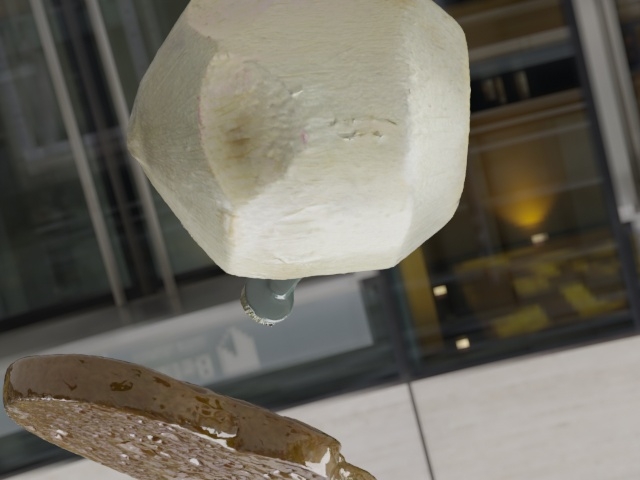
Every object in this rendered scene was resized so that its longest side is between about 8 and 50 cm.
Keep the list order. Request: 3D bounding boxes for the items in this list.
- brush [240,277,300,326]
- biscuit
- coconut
[{"bbox_3d":[0.000,0.000,1.721,0.266,0.062,0.027,-46,-171,-35],"label":"brush"},{"bbox_3d":[-0.106,0.183,1.417,0.367,0.063,0.314,31,153,-34],"label":"biscuit"},{"bbox_3d":[-0.013,-0.061,0.762,0.162,0.161,0.161,3,-171,-5],"label":"coconut"}]
